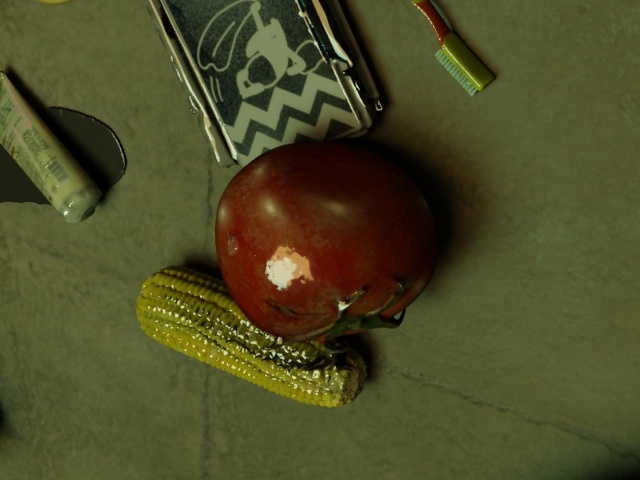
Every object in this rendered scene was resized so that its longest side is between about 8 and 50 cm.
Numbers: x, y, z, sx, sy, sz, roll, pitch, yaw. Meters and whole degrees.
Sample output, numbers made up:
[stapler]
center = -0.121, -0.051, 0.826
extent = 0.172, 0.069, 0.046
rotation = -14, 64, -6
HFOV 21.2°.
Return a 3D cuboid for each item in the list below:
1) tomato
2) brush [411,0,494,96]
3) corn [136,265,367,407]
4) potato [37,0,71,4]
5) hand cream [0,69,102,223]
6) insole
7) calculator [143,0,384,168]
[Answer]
[tomato]
center = 0.000, 0.000, 1.244
extent = 0.167, 0.167, 0.167
rotation = 14, 118, 28
[brush]
center = 0.088, -0.138, 1.200
extent = 0.083, 0.019, 0.021
rotation = 52, 139, 1
[corn]
center = -0.058, 0.076, 1.366
extent = 0.203, 0.072, 0.072
rotation = 22, 121, 24
[potato]
center = -0.215, -0.290, 1.260
extent = 0.146, 0.150, 0.234
rotation = -5, 102, 1
[hand cream]
center = -0.236, -0.074, 1.437
extent = 0.143, 0.039, 0.061
rotation = 50, 135, 17
[insole]
center = -0.265, -0.064, 1.482
extent = 0.253, 0.005, 0.086
rotation = -8, 105, 36
[calculator]
center = -0.065, -0.187, 1.278
extent = 0.166, 0.028, 0.274
rotation = -19, 98, 41
